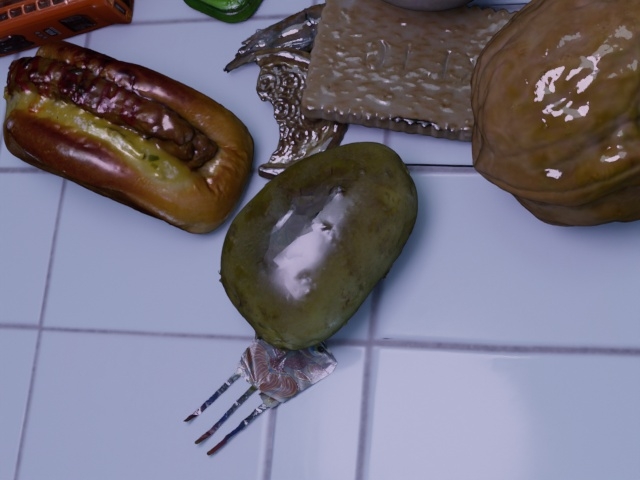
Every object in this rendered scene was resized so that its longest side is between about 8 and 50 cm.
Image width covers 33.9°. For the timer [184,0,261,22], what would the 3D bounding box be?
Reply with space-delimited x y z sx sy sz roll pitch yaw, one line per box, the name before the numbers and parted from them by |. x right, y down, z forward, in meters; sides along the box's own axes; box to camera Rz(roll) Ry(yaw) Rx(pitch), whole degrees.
timer | -0.148 -0.408 1.627 0.140 0.047 0.128 27 81 21

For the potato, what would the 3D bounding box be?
potato | 0.000 0.000 1.397 0.307 0.173 0.210 -46 66 -4

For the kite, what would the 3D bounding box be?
kite | -0.092 0.195 1.448 0.229 0.016 0.127 -40 65 -3

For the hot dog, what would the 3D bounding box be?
hot dog | -0.304 -0.162 1.503 0.405 0.223 0.185 22 83 21

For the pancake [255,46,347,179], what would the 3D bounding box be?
pancake | -0.048 -0.190 1.524 0.184 0.020 0.190 -39 85 1

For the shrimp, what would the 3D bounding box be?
shrimp | -0.035 -0.276 1.561 0.223 0.047 0.126 -20 80 7

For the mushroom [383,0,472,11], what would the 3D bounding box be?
mushroom | 0.136 -0.467 1.398 0.292 0.292 0.290 37 126 22

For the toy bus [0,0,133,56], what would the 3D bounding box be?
toy bus | -0.405 -0.399 1.649 0.329 0.143 0.153 -15 80 9

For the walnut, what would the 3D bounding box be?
walnut | 0.343 -0.168 1.287 0.344 0.306 0.306 -28 68 14

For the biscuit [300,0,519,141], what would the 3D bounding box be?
biscuit | 0.145 -0.244 1.481 0.324 0.044 0.217 9 73 8
